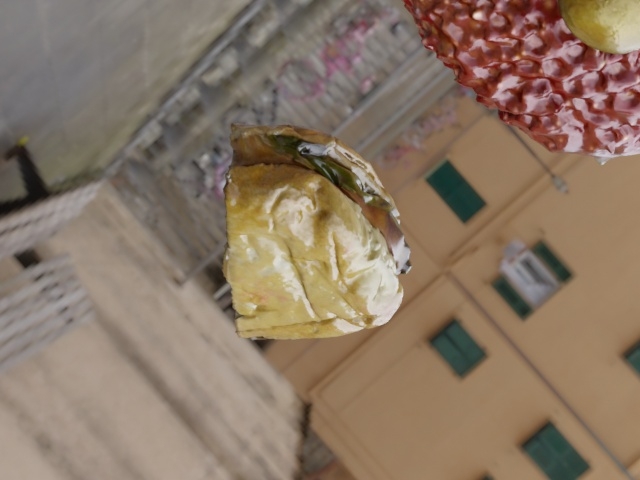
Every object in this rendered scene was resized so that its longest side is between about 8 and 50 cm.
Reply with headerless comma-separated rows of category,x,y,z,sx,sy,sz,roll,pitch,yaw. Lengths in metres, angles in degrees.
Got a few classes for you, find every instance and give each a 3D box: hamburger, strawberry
hamburger,0.002,0.002,1.479,0.330,0.209,0.162,89,9,-50
strawberry,0.251,-0.236,1.276,0.292,0.292,0.343,-42,138,24

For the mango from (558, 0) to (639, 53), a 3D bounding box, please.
mango,0.284,-0.252,1.037,0.130,0.167,0.262,15,-115,48
